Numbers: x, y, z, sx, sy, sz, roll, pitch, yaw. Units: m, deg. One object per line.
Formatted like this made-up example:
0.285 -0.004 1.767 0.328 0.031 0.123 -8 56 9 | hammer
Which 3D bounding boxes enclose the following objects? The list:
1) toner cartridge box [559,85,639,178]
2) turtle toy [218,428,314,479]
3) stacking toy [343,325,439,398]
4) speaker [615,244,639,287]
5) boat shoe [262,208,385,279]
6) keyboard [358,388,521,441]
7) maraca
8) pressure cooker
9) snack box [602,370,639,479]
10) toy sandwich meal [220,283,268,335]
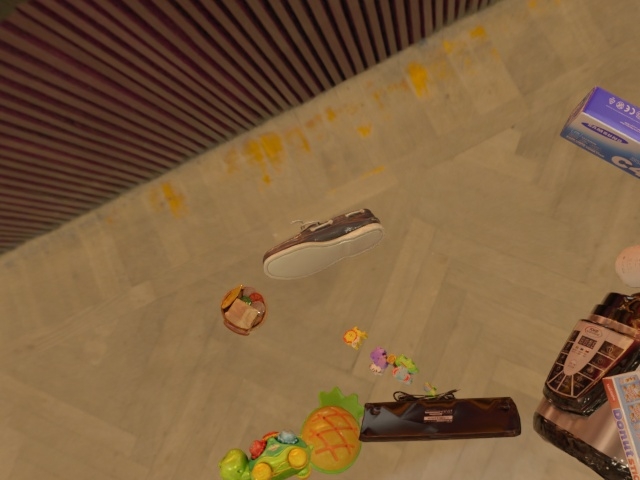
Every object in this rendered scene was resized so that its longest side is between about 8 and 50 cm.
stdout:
0.714 -0.199 1.636 0.348 0.165 0.075 30 81 7 | toner cartridge box
-0.070 0.293 0.994 0.130 0.095 0.066 -20 62 -8 | turtle toy
0.169 0.299 1.776 0.221 0.167 0.052 26 73 43 | stacking toy
0.407 0.028 0.893 0.055 0.136 0.055 0 84 -3 | speaker
0.000 0.000 1.465 0.254 0.095 0.079 -22 53 -12 | boat shoe
0.147 0.224 0.920 0.192 0.100 0.038 -4 113 14 | keyboard
0.027 0.382 1.512 0.127 0.099 0.185 22 51 -1 | maraca
0.677 0.296 1.520 0.370 0.375 0.420 30 89 27 | pressure cooker
0.467 0.283 1.094 0.064 0.022 0.178 -4 73 -30 | snack box
-0.122 0.108 1.193 0.085 0.029 0.085 7 62 -13 | toy sandwich meal
